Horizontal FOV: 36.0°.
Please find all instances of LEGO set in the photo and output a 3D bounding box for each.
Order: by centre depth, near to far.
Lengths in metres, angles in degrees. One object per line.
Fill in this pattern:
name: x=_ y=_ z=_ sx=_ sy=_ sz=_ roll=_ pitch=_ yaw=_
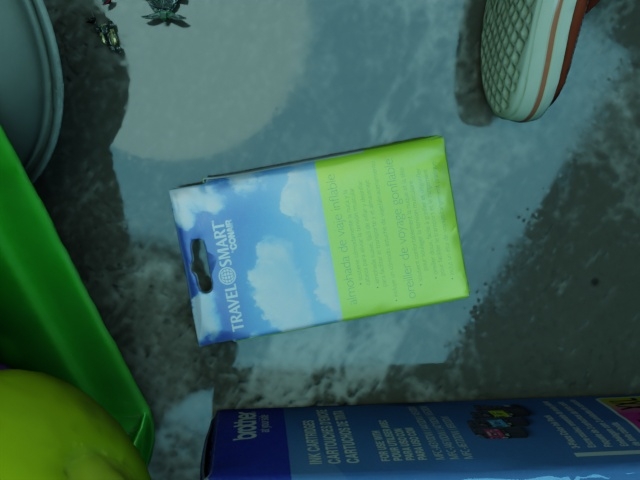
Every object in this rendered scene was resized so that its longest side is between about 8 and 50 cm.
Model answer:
LEGO set: x=-0.113 y=-0.159 z=0.635 sx=0.083 sy=0.023 sz=0.054 roll=-24 pitch=94 yaw=12

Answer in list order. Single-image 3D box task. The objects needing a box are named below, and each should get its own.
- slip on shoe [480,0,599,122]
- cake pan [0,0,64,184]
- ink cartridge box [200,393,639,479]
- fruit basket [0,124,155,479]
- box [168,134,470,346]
slip on shoe: x=0.187 y=-0.224 z=0.603 sx=0.101 sy=0.123 sz=0.331 roll=22 pitch=88 yaw=-9
cake pan: x=-0.281 y=-0.110 z=0.519 sx=0.293 sy=0.054 sz=0.293 roll=11 pitch=134 yaw=12
ink cartridge box: x=0.063 y=0.248 z=0.618 sx=0.396 sy=0.151 sz=0.269 roll=-1 pitch=95 yaw=-2
fruit basket: x=-0.175 y=0.094 z=0.429 sx=0.392 sy=0.392 sz=0.283 roll=35 pitch=51 yaw=-6
box: x=0.000 y=0.000 z=0.642 sx=0.178 sy=0.042 sz=0.109 roll=-11 pitch=95 yaw=-3
